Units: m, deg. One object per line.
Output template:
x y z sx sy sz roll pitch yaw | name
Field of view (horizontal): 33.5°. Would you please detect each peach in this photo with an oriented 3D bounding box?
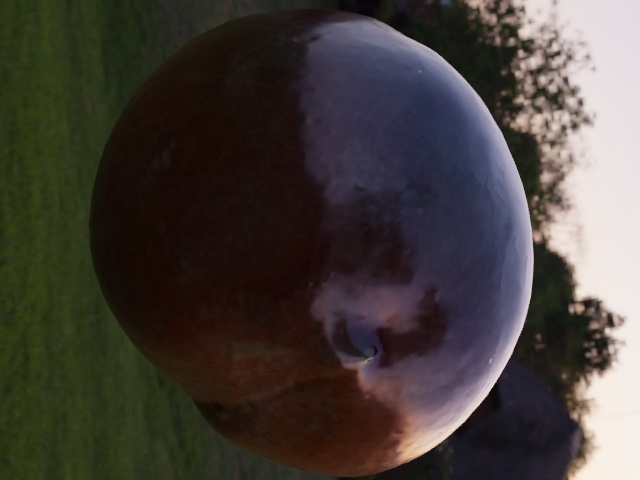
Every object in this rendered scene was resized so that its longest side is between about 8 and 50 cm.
0.000 0.000 0.579 0.252 0.252 0.252 -11 90 -85 | peach
